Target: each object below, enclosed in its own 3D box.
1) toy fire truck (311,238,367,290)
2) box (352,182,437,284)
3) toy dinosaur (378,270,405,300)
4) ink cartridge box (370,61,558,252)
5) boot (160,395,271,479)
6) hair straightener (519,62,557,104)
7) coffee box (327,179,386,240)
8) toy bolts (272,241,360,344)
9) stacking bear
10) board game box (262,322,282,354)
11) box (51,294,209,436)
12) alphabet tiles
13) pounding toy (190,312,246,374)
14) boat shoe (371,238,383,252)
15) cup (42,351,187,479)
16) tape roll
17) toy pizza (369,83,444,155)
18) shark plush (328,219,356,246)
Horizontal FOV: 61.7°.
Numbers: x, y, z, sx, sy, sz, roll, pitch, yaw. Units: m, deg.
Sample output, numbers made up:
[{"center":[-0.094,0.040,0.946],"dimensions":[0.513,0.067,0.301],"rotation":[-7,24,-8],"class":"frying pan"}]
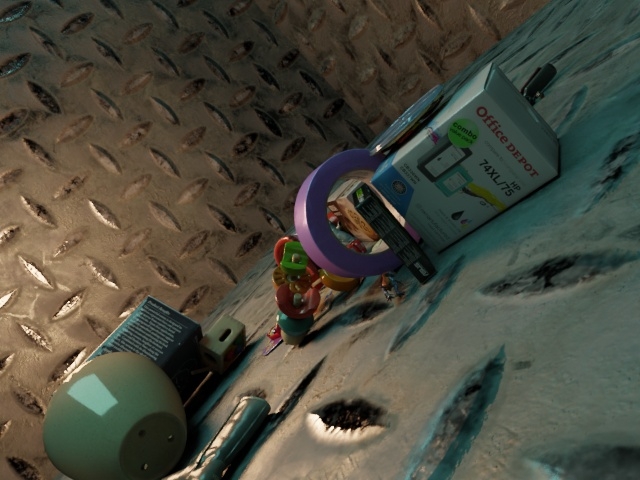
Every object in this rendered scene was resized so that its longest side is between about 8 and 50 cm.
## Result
[{"center":[0.040,0.073,1.494],"dimensions":[0.135,0.047,0.192],"rotation":[-43,2,-26],"class":"toy fire truck"},{"center":[0.138,-0.020,1.040],"dimensions":[0.045,0.191,0.184],"rotation":[-40,10,12],"class":"box"},{"center":[0.133,0.078,1.023],"dimensions":[0.047,0.090,0.082],"rotation":[-28,42,6],"class":"toy dinosaur"},{"center":[0.275,-0.156,1.018],"dimensions":[0.270,0.198,0.197],"rotation":[-39,9,36],"class":"ink cartridge box"},{"center":[-0.205,0.399,1.028],"dimensions":[0.189,0.076,0.208],"rotation":[-20,29,36],"class":"boot"},{"center":[0.525,-0.366,1.371],"dimensions":[0.230,0.047,0.089],"rotation":[-46,8,-7],"class":"hair straightener"},{"center":[0.131,-0.094,1.515],"dimensions":[0.119,0.168,0.297],"rotation":[-45,9,-7],"class":"coffee box"},{"center":[-0.025,0.145,1.302],"dimensions":[0.228,0.218,0.158],"rotation":[-74,-5,-50],"class":"toy bolts"},{"center":[0.000,0.000,1.772],"dimensions":[0.289,0.175,0.164],"rotation":[-39,11,-34],"class":"stacking bear"},{"center":[-0.114,0.239,1.480],"dimensions":[0.169,0.033,0.133],"rotation":[-46,8,14],"class":"board game box"},{"center":[-0.542,0.423,1.618],"dimensions":[0.395,0.212,0.293],"rotation":[-51,-23,-34],"class":"box"},{"center":[0.008,0.158,1.415],"dimensions":[0.237,0.009,0.198],"rotation":[-42,8,21],"class":"alphabet tiles"},{"center":[-0.313,0.367,1.677],"dimensions":[0.181,0.094,0.206],"rotation":[-51,-20,-37],"class":"pounding toy"},{"center":[0.179,-0.010,1.297],"dimensions":[0.135,0.050,0.045],"rotation":[-55,13,-5],"class":"boat shoe"},{"center":[-0.457,0.460,1.297],"dimensions":[0.237,0.331,0.331],"rotation":[7,47,45],"class":"cup"},{"center":[0.085,-0.056,1.175],"dimensions":[0.275,0.275,0.090],"rotation":[-47,8,-18],"class":"tape roll"},{"center":[0.179,-0.237,1.090],"dimensions":[0.201,0.032,0.201],"rotation":[-44,7,7],"class":"toy pizza"},{"center":[0.054,-0.033,1.682],"dimensions":[0.073,0.161,0.067],"rotation":[-6,-35,-41],"class":"shark plush"}]
